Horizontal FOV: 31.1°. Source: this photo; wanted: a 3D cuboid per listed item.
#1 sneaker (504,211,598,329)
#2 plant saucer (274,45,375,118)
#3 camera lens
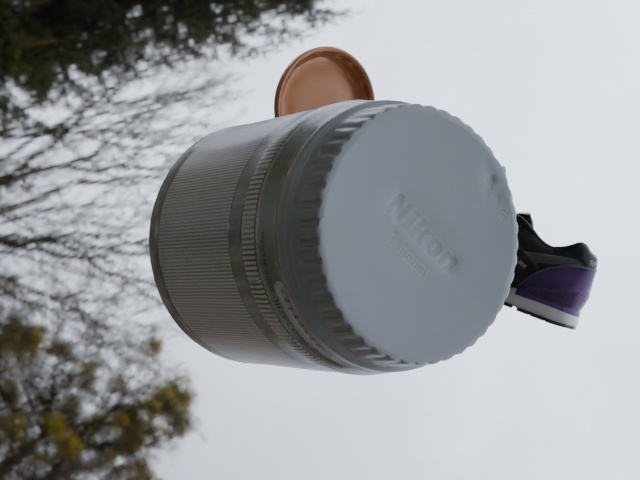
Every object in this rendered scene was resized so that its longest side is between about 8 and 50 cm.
[{"bbox_3d":[0.224,0.010,1.522,0.283,0.107,0.124,21,-86,10],"label":"sneaker"},{"bbox_3d":[0.002,-0.223,1.917,0.037,0.200,0.200,11,-65,54],"label":"plant saucer"},{"bbox_3d":[0.000,0.000,0.970,0.274,0.219,0.219,-3,-76,55],"label":"camera lens"}]
